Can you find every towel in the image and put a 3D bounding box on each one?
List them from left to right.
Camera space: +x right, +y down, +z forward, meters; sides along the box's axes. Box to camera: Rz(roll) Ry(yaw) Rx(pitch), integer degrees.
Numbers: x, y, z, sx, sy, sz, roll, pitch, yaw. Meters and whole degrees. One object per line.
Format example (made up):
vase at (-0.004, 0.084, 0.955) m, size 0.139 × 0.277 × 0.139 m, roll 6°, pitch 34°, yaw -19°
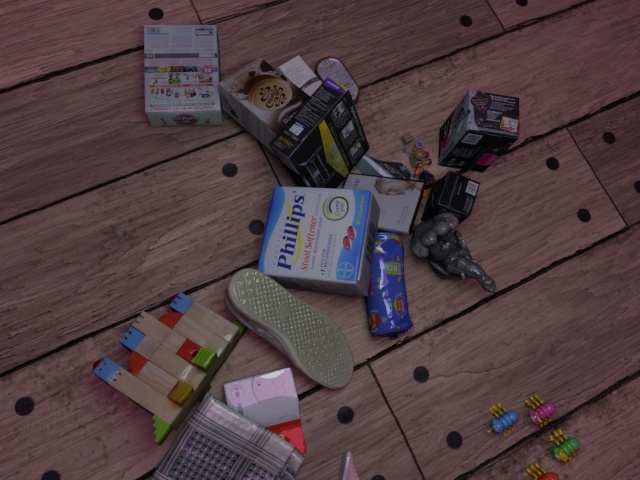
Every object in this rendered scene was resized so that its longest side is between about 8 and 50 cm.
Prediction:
towel at (-0.240, 0.603, 1.311) m, size 0.324 × 0.056 × 0.312 m, roll 34°, pitch 78°, yaw -6°

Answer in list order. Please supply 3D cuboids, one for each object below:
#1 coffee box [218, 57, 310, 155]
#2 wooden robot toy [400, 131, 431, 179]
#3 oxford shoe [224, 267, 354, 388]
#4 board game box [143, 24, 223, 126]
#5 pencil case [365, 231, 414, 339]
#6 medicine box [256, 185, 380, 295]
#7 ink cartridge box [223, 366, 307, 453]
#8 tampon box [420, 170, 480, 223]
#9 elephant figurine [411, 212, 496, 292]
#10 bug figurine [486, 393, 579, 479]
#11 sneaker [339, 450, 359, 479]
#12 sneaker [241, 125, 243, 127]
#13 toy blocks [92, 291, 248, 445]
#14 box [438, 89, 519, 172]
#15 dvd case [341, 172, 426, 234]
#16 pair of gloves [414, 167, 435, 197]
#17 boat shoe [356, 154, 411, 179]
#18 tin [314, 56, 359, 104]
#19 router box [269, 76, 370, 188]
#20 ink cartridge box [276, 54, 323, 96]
coffee box at (-0.137, -0.384, 1.522) m, size 0.168 × 0.119 × 0.297 m, roll -40°, pitch 69°, yaw -22°
wooden robot toy at (0.318, -0.276, 1.646) m, size 0.076 × 0.079 × 0.173 m, roll -15°, pitch 78°, yaw -11°
oxford shoe at (-0.084, 0.241, 1.415) m, size 0.449 × 0.130 × 0.169 m, roll 42°, pitch 60°, yaw -16°
board game box at (-0.423, -0.512, 1.603) m, size 0.223 × 0.097 × 0.304 m, roll -3°, pitch 74°, yaw -7°
pencil case at (0.194, 0.129, 1.496) m, size 0.133 × 0.119 × 0.306 m, roll -1°, pitch 75°, yaw -14°
medicine box at (0.000, 0.000, 1.442) m, size 0.289 × 0.149 × 0.264 m, roll 4°, pitch 72°, yaw 18°
ink cartridge box at (-0.146, 0.477, 1.390) m, size 0.189 × 0.066 × 0.232 m, roll -12°, pitch 73°, yaw -10°
tampon box at (0.391, -0.116, 1.568) m, size 0.101 × 0.161 × 0.121 m, roll 22°, pitch 73°, yaw -2°
elephant figurine at (0.383, 0.049, 1.522) m, size 0.239 × 0.169 × 0.186 m, roll 44°, pitch 37°, yaw -14°
bug figurine at (0.610, 0.569, 1.456) m, size 0.216 × 0.072 × 0.279 m, roll -30°, pitch 80°, yaw -14°
sneaker at (0.088, 0.635, 1.380) m, size 0.070 × 0.051 × 0.134 m, roll 10°, pitch 77°, yaw -7°
sneaker at (-0.149, -0.378, 1.618) m, size 0.190 × 0.071 × 0.083 m, roll 13°, pitch 68°, yaw -4°
toy blocks at (-0.401, 0.294, 1.356) m, size 0.260 × 0.191 × 0.381 m, roll 29°, pitch 62°, yaw 10°
box at (0.479, -0.334, 1.595) m, size 0.163 × 0.247 × 0.142 m, roll 8°, pitch 72°, yaw -5°
dvd case at (0.170, -0.116, 1.543) m, size 0.253 × 0.022 × 0.180 m, roll 10°, pitch 64°, yaw 24°
pair of gloves at (0.320, -0.183, 1.638) m, size 0.074 × 0.010 × 0.083 m, roll 23°, pitch 102°, yaw -10°
boat shoe at (0.197, -0.228, 1.630) m, size 0.183 × 0.065 × 0.083 m, roll 38°, pitch 60°, yaw 5°
tin at (0.054, -0.520, 1.701) m, size 0.106 × 0.040 × 0.190 m, roll -30°, pitch 81°, yaw -10°
router box at (0.010, -0.266, 1.461) m, size 0.081 × 0.309 × 0.243 m, roll 37°, pitch 83°, yaw 25°
ink cartridge box at (-0.045, -0.446, 1.607) m, size 0.086 × 0.148 × 0.203 m, roll -36°, pitch 83°, yaw -16°
